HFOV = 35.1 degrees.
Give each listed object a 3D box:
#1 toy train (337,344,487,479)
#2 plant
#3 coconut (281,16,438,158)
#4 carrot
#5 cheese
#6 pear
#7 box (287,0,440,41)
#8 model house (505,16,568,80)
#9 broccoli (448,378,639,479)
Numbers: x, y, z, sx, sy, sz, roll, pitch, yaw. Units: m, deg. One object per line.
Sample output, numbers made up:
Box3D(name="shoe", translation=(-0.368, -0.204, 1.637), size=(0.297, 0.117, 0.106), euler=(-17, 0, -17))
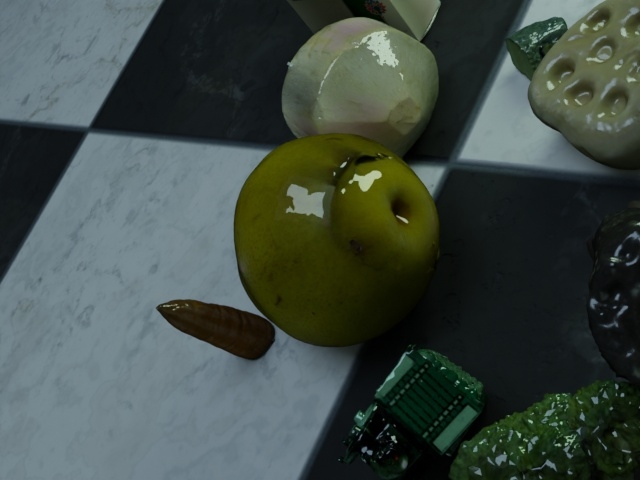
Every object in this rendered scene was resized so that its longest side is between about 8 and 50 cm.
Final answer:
Box3D(name="toy train", translation=(0.100, 0.197, 1.116), size=(0.115, 0.269, 0.154), euler=(35, 91, 12))
Box3D(name="plant", translation=(0.342, 0.049, 0.972), size=(0.194, 0.321, 0.181), euler=(1, 91, 22))
Box3D(name="coconut", translation=(0.061, -0.219, 1.502), size=(0.237, 0.197, 0.236), euler=(-26, 41, 25))
Box3D(name="carrot", translation=(-0.159, 0.120, 1.446), size=(0.072, 0.205, 0.072), euler=(-18, 63, 38))
Box3D(name="cheese", translation=(0.372, -0.194, 1.261), size=(0.218, 0.117, 0.235), euler=(-2, 61, 43))
Box3D(name="pear", translation=(0.000, 0.009, 1.339), size=(0.336, 0.285, 0.284), euler=(-42, 39, 34))
Box3D(name="box", translation=(0.062, -0.403, 1.657), size=(0.212, 0.168, 0.095), euler=(5, 61, 44))
Box3D(name="model house", translation=(0.316, -0.274, 1.426), size=(0.083, 0.066, 0.078), euler=(-29, 31, -2))
Box3D(name="broccoli", translation=(0.275, 0.256, 0.982), size=(0.302, 0.186, 0.254), euler=(-6, 92, 17))
